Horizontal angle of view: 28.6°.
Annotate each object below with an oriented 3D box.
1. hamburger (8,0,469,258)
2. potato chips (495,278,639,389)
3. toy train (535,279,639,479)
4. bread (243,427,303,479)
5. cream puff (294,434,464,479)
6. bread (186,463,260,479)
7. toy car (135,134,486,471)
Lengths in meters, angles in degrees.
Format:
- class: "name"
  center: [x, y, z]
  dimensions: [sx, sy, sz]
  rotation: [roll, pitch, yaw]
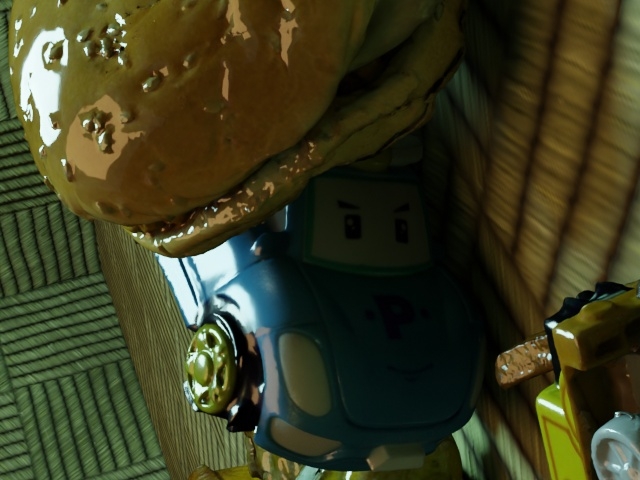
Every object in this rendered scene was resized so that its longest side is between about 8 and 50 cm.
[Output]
- class: "hamburger"
  center: [-0.054, -0.137, 0.688]
  dimensions: [0.144, 0.283, 0.259]
  rotation: [31, -148, -45]
- class: "potato chips"
  center: [0.135, 0.038, 0.591]
  dimensions: [0.026, 0.037, 0.204]
  rotation: [63, 159, 7]
- class: "toy train"
  center: [0.136, 0.096, 0.492]
  dimensions: [0.127, 0.089, 0.219]
  rotation: [22, 131, 64]
- class: "bread"
  center: [0.002, 0.190, 1.080]
  dimensions: [0.230, 0.123, 0.230]
  rotation: [163, 90, -74]
- class: "cream puff"
  center: [0.044, 0.187, 0.868]
  dimensions: [0.156, 0.156, 0.121]
  rotation: [102, 179, -61]
- class: "bread"
  center: [-0.053, 0.380, 1.398]
  dimensions: [0.312, 0.172, 0.312]
  rotation: [162, 90, -73]
- class: "toy car"
  center: [0.000, 0.000, 0.805]
  dimensions: [0.166, 0.198, 0.314]
  rotation: [-59, 43, 34]
